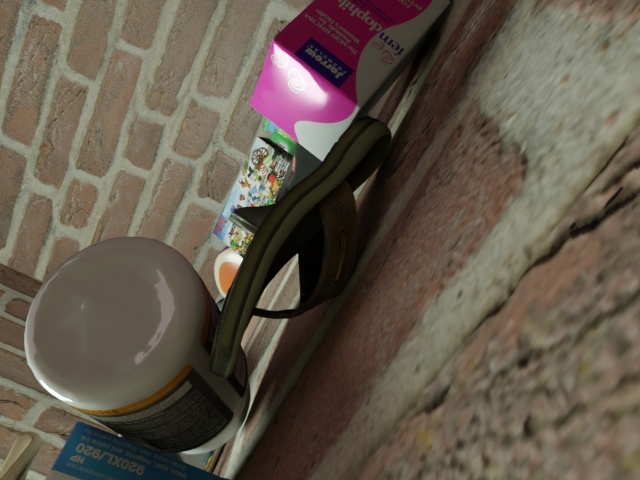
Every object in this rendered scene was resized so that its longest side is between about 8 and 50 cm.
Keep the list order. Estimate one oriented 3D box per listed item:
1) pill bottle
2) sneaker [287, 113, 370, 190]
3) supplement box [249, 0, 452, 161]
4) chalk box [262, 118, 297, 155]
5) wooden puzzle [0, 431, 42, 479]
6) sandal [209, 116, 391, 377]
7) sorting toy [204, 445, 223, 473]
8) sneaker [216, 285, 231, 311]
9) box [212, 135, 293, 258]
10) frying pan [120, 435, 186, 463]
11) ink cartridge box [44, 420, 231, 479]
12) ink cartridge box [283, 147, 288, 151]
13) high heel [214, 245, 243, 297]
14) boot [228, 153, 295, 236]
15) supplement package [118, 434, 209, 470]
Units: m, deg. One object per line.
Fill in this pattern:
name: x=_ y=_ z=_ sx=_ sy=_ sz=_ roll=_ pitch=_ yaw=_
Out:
pill bottle: x=-0.165 y=0.129 z=0.613 sx=0.278 sy=0.162 sz=0.162 roll=79 pitch=-152 yaw=-58
sneaker: x=0.022 y=-0.162 z=0.832 sx=0.270 sy=0.090 sz=0.145 roll=129 pitch=162 yaw=-69
supplement box: x=0.036 y=-0.210 z=0.649 sx=0.220 sy=0.111 sz=0.114 roll=-54 pitch=1 yaw=-29
chalk box: x=-0.040 y=-0.271 z=1.300 sx=0.213 sy=0.132 sz=0.132 roll=-56 pitch=6 yaw=-14
wooden puzzle: x=-0.307 y=0.305 z=0.483 sx=0.221 sy=0.044 sz=0.238 roll=-63 pitch=14 yaw=1
sandal: x=0.001 y=-0.002 z=0.533 sx=0.303 sy=0.086 sz=0.120 roll=-52 pitch=-5 yaw=-29
sorting toy: x=-0.140 y=0.276 z=0.803 sx=0.083 sy=0.012 sz=0.062 roll=-66 pitch=8 yaw=-11
sneaker: x=-0.192 y=0.148 z=1.338 sx=0.106 sy=0.078 sz=0.234 roll=-63 pitch=11 yaw=-7
box: x=-0.112 y=-0.071 z=1.190 sx=0.044 sy=0.159 sz=0.233 roll=-4 pitch=-53 yaw=-58
frying pan: x=-0.307 y=0.331 z=0.774 sx=0.197 sy=0.326 sz=0.053 roll=-67 pitch=-29 yaw=-15
ink cartridge box: x=-0.212 y=0.330 z=0.532 sx=0.171 sy=0.168 sz=0.233 roll=-57 pitch=12 yaw=41
ink cartridge box: x=-0.032 y=-0.263 z=1.492 sx=0.160 sy=0.092 sz=0.219 roll=-68 pitch=9 yaw=-19
high heel: x=-0.131 y=-0.011 z=1.392 sx=0.377 sy=0.127 sz=0.181 roll=-55 pitch=-3 yaw=37
boot: x=-0.050 y=-0.096 z=0.972 sx=0.209 sy=0.076 sz=0.189 roll=-61 pitch=-26 yaw=4
supplement package: x=-0.258 y=0.339 z=0.931 sx=0.139 sy=0.133 sz=0.244 roll=-66 pitch=8 yaw=-10
